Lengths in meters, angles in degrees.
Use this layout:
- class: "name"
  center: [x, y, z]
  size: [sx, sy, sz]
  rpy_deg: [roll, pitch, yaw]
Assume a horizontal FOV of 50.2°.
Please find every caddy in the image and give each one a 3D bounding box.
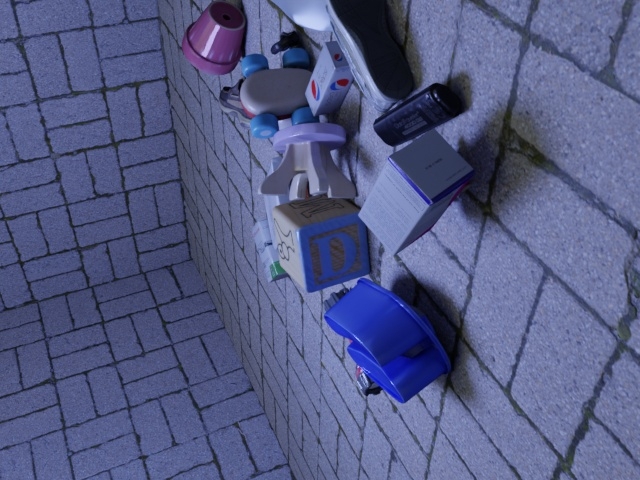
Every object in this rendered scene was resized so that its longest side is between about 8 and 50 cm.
- class: "caddy"
  center: [0.162, 0.216, 1.580]
  size: [0.241, 0.179, 0.341]
  rpy_deg: [56, 168, -23]

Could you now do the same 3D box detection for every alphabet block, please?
- class: "alphabet block"
  center: [0.000, 0.000, 1.822]
  size: [0.197, 0.193, 0.192]
  rpy_deg: [-140, 40, -58]

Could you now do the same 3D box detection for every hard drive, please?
- class: "hard drive"
  center: [-0.137, -0.112, 2.233]
  size: [0.353, 0.047, 0.233]
  rpy_deg: [132, 128, -77]

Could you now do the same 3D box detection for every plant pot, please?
- class: "plant pot"
  center: [-0.337, -0.681, 2.255]
  size: [0.180, 0.201, 0.201]
  rpy_deg: [-47, 59, 50]

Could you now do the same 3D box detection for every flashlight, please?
- class: "flashlight"
  center: [0.098, 0.284, 1.913]
  size: [0.103, 0.103, 0.304]
  rpy_deg: [93, 152, -50]

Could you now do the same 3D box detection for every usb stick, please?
- class: "usb stick"
  center: [0.182, -0.240, 1.330]
  size: [0.077, 0.045, 0.278]
  rpy_deg: [44, 164, -10]

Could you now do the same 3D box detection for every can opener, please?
- class: "can opener"
  center: [-0.103, -0.536, 1.887]
  size: [0.186, 0.059, 0.073]
  rpy_deg: [-158, 54, -66]

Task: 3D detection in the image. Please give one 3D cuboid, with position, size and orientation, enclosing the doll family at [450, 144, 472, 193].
- class: "doll family"
  center: [0.219, -0.125, 1.291]
  size: [0.111, 0.076, 0.193]
  rpy_deg: [52, 153, 3]

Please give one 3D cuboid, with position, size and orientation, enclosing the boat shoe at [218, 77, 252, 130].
- class: "boat shoe"
  center: [-0.231, -0.460, 2.244]
  size: [0.355, 0.132, 0.130]
  rpy_deg: [43, 123, 50]

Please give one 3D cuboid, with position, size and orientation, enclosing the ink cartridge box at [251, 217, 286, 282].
- class: "ink cartridge box"
  center: [-0.169, 0.032, 2.470]
  size: [0.153, 0.087, 0.208]
  rpy_deg: [139, 113, -69]

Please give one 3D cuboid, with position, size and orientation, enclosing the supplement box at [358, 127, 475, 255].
- class: "supplement box"
  center: [0.165, -0.080, 1.224]
  size: [0.114, 0.111, 0.220]
  rpy_deg: [50, 154, 14]

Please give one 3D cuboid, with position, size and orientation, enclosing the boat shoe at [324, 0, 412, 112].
- class: "boat shoe"
  center: [0.083, -0.417, 1.391]
  size: [0.320, 0.118, 0.103]
  rpy_deg: [64, 159, 4]

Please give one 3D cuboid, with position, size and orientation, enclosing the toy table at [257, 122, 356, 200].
- class: "toy table"
  center: [-0.032, -0.190, 1.725]
  size: [0.274, 0.252, 0.160]
  rpy_deg: [158, 112, -83]

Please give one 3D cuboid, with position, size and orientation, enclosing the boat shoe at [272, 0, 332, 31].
- class: "boat shoe"
  center: [-0.057, -0.610, 1.605]
  size: [0.367, 0.156, 0.135]
  rpy_deg: [31, 136, 21]

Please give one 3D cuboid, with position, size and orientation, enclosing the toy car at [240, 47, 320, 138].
- class: "toy car"
  center: [-0.104, -0.356, 1.852]
  size: [0.238, 0.210, 0.219]
  rpy_deg: [91, 170, -71]

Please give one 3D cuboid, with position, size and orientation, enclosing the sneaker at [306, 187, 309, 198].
- class: "sneaker"
  center: [-0.050, -0.099, 2.108]
  size: [0.067, 0.064, 0.175]
  rpy_deg: [-94, -1, -71]

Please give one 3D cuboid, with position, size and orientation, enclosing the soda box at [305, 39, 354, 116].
- class: "soda box"
  center: [0.026, -0.386, 1.635]
  size: [0.216, 0.069, 0.074]
  rpy_deg: [125, 128, -65]
